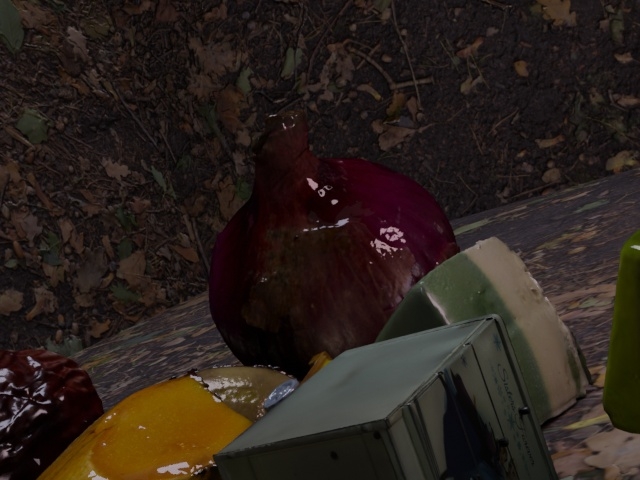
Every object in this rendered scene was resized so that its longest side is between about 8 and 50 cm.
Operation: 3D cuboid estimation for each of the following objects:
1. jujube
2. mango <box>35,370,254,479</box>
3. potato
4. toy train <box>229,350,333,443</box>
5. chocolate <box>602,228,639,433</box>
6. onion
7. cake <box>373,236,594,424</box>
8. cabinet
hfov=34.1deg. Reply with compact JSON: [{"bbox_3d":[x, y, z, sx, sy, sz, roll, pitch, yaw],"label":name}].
[{"bbox_3d":[-0.395,0.266,1.164,0.216,0.216,0.342,-16,14,38],"label":"jujube"},{"bbox_3d":[-0.181,0.238,0.948,0.257,0.138,0.187,-26,24,-33],"label":"mango"},{"bbox_3d":[-0.129,0.212,1.156,0.261,0.120,0.100,-20,11,1],"label":"potato"},{"bbox_3d":[0.001,0.172,0.907,0.127,0.089,0.219,-31,11,38],"label":"toy train"},{"bbox_3d":[0.369,0.019,0.665,0.300,0.137,0.288,2,27,42],"label":"chocolate"},{"bbox_3d":[0.000,0.000,1.321,0.347,0.385,0.348,-15,32,10],"label":"onion"},{"bbox_3d":[0.095,0.112,1.049,0.158,0.172,0.283,-21,2,-43],"label":"cake"},{"bbox_3d":[0.057,0.163,0.734,0.150,0.145,0.206,-17,6,29],"label":"cabinet"}]
